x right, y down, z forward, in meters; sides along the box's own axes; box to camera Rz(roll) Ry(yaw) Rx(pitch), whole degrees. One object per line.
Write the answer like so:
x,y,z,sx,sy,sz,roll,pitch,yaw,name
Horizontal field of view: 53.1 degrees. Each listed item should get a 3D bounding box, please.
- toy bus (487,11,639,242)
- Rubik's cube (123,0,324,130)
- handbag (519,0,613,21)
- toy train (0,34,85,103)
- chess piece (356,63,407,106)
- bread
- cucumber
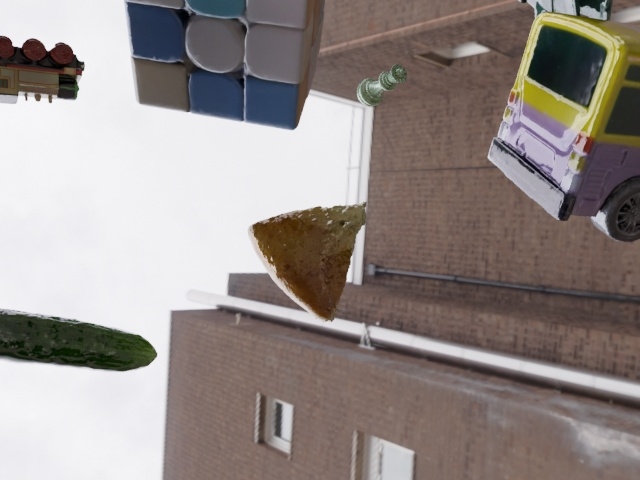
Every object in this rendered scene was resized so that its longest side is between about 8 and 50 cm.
0.474,-0.147,0.809,0.439,0.209,0.249,3,-63,-14,toy bus
-0.172,-0.475,1.287,0.344,0.346,0.347,-78,-4,-45,Rubik's cube
0.304,-0.467,0.956,0.089,0.326,0.238,-31,-38,1,handbag
-0.394,-0.228,0.878,0.137,0.050,0.087,-1,-97,-30,toy train
0.092,-0.229,0.930,0.042,0.093,0.042,5,-102,-26,chess piece
-0.025,0.005,0.766,0.054,0.135,0.154,77,-149,-69,bread
-0.187,0.066,0.430,0.155,0.037,0.037,16,-98,-30,cucumber
